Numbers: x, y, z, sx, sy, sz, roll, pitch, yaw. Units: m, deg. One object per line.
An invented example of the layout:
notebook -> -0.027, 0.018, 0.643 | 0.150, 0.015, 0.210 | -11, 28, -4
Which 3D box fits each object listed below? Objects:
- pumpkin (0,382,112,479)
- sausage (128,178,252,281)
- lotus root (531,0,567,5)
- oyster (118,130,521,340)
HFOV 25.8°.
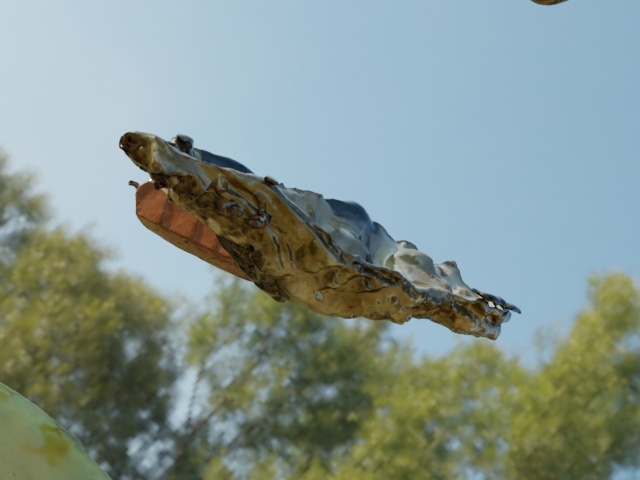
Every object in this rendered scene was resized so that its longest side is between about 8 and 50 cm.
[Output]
pumpkin -> -0.228, 0.223, 0.622 | 0.332, 0.332, 0.199 | 47, -20, -1
sausage -> -0.115, -0.016, 1.337 | 0.169, 0.065, 0.065 | 24, -29, 34
lotus root -> 0.202, -0.238, 1.151 | 0.072, 0.152, 0.063 | 57, 12, -36
oyster -> 0.001, 0.002, 0.953 | 0.345, 0.079, 0.129 | 22, 20, -39
